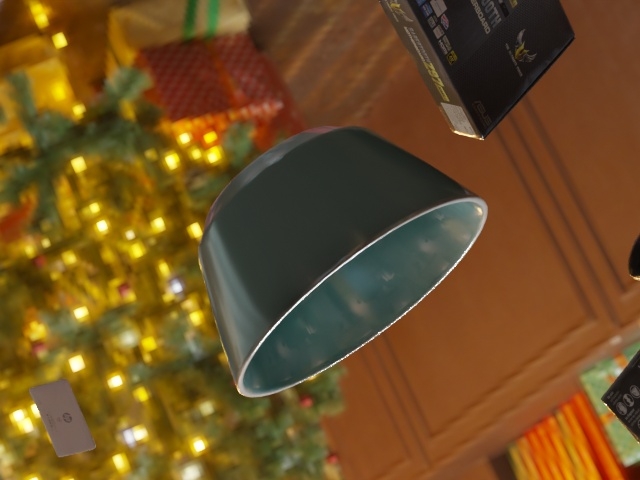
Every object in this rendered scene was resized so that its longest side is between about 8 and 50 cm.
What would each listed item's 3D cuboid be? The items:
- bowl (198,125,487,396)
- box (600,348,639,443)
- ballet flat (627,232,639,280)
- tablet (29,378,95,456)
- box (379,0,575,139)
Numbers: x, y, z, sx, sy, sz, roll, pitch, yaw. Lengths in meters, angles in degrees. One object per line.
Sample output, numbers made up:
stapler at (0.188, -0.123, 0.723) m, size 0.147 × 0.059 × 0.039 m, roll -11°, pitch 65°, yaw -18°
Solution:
bowl at (0.000, 0.000, 1.571) m, size 0.311 × 0.163 × 0.311 m, roll -33°, pitch 163°, yaw -12°
box at (0.479, 0.154, 1.859) m, size 0.142 × 0.163 × 0.247 m, roll -22°, pitch 152°, yaw -36°
ballet flat at (0.318, -0.014, 1.285) m, size 0.049 × 0.057 × 0.173 m, roll 15°, pitch 141°, yaw -29°
tablet at (-0.278, 0.192, 1.671) m, size 0.054 × 0.083 × 0.006 m, roll -16°, pitch -168°, yaw 28°
box at (0.176, -0.259, 1.743) m, size 0.183 × 0.059 × 0.233 m, roll -47°, pitch 128°, yaw -20°
